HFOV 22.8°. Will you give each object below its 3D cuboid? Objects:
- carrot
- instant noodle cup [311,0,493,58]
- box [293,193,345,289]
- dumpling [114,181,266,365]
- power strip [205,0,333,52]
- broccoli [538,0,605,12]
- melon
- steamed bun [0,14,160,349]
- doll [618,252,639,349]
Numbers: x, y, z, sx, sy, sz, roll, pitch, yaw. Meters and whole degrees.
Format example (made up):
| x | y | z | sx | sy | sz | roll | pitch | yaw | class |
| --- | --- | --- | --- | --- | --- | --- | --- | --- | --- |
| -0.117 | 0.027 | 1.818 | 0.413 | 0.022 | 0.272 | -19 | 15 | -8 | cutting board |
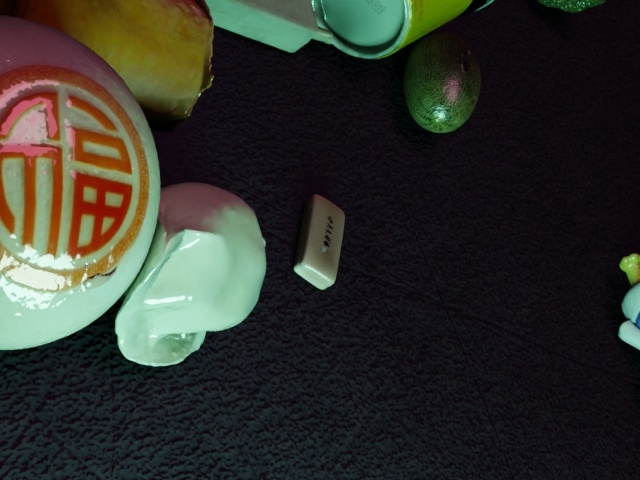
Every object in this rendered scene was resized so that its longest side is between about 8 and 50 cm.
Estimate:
| x | y | z | sx | sy | sz | roll | pitch | yaw | class |
| --- | --- | --- | --- | --- | --- | --- | --- | --- | --- |
| -0.221 | -0.209 | 1.520 | 0.254 | 0.196 | 0.196 | 14 | 51 | -42 | carrot |
| 0.101 | -0.341 | 1.995 | 0.215 | 0.215 | 0.236 | 51 | 45 | -3 | instant noodle cup |
| 0.000 | 0.000 | 1.731 | 0.048 | 0.025 | 0.115 | 38 | 38 | -24 | box |
| -0.123 | 0.028 | 1.482 | 0.132 | 0.162 | 0.250 | 20 | 15 | 15 | dumpling |
| -0.089 | -0.286 | 1.845 | 0.288 | 0.053 | 0.093 | 14 | 51 | -41 | power strip |
| 0.374 | -0.418 | 2.421 | 0.162 | 0.138 | 0.146 | 13 | 46 | 12 | broccoli |
| 0.154 | -0.198 | 2.009 | 0.099 | 0.099 | 0.162 | 35 | 38 | -24 | melon |
| -0.249 | -0.049 | 1.293 | 0.283 | 0.177 | 0.283 | 1 | 88 | -41 | steamed bun |
| 0.468 | 0.143 | 2.065 | 0.138 | 0.119 | 0.293 | -11 | 60 | -5 | doll |
